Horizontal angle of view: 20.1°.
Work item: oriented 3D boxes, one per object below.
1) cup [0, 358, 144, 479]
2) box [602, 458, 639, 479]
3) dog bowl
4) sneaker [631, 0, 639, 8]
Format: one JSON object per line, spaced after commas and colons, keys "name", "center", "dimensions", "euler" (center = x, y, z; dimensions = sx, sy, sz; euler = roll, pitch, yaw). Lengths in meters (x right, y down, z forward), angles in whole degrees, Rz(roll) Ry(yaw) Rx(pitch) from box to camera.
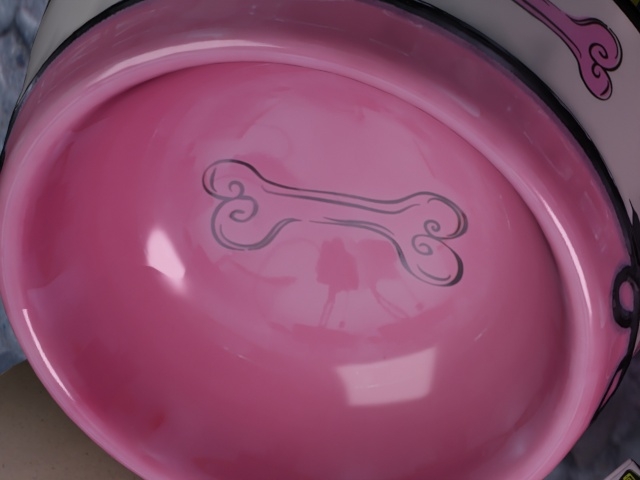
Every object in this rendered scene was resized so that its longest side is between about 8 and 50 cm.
{"name": "cup", "center": [-0.151, 0.276, 1.318], "dimensions": [0.237, 0.331, 0.331], "euler": [20, 111, 19]}
{"name": "box", "center": [0.200, 0.237, 1.019], "dimensions": [0.114, 0.036, 0.207], "euler": [-41, 56, 4]}
{"name": "dog bowl", "center": [0.000, 0.000, 1.010], "dimensions": [0.408, 0.150, 0.408], "euler": [8, 126, 12]}
{"name": "sneaker", "center": [0.161, -0.200, 1.034], "dimensions": [0.069, 0.082, 0.209], "euler": [45, 124, 41]}
